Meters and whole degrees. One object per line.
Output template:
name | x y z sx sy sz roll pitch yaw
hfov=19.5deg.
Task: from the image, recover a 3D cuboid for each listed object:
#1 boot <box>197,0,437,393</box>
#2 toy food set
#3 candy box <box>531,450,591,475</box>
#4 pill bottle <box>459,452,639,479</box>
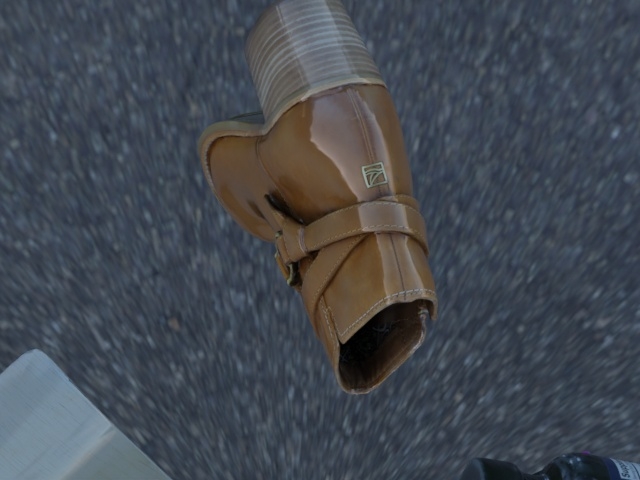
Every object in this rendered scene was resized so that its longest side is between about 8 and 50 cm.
boot | 0.000 0.000 0.838 0.073 0.197 0.152 -15 67 -10
toy food set | -0.187 0.220 1.224 0.220 0.306 0.092 -44 54 -6
candy box | 0.171 0.270 1.371 0.159 0.233 0.071 -24 116 1
pill bottle | 0.191 0.197 1.133 0.219 0.123 0.122 11 78 -7
